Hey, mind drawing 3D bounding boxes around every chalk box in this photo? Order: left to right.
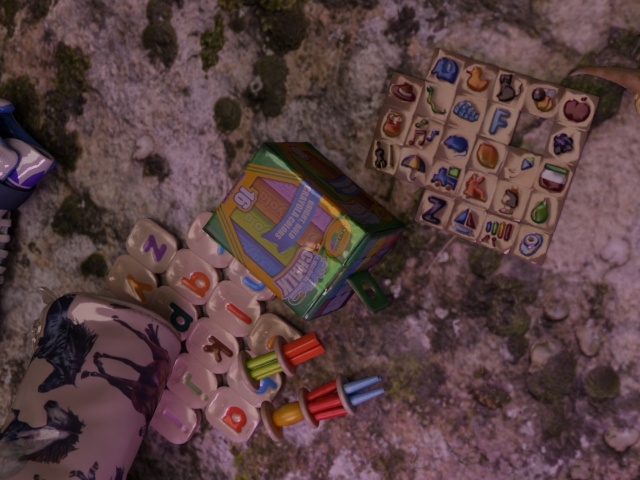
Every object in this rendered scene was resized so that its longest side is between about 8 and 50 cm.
[{"bbox_3d":[0.000,0.000,1.274,0.213,0.132,0.132,40,107,13],"label":"chalk box"}]

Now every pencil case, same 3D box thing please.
[{"bbox_3d":[-0.318,0.261,1.286,0.183,0.160,0.411,15,65,12],"label":"pencil case"}]

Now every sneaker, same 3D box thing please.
[{"bbox_3d":[-0.440,-0.028,1.445,0.236,0.130,0.323,-21,81,26],"label":"sneaker"}]

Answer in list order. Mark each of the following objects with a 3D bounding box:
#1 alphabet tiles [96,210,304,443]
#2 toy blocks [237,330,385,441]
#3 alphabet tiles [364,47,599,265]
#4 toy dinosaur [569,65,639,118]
[{"bbox_3d":[-0.161,0.112,1.405,0.278,0.021,0.284,35,105,16],"label":"alphabet tiles"},{"bbox_3d":[-0.009,0.162,1.316,0.148,0.054,0.123,-22,100,12],"label":"toy blocks"},{"bbox_3d":[0.173,-0.103,1.264,0.237,0.009,0.198,21,102,19],"label":"alphabet tiles"},{"bbox_3d":[0.357,-0.168,1.162,0.183,0.053,0.093,30,106,17],"label":"toy dinosaur"}]
